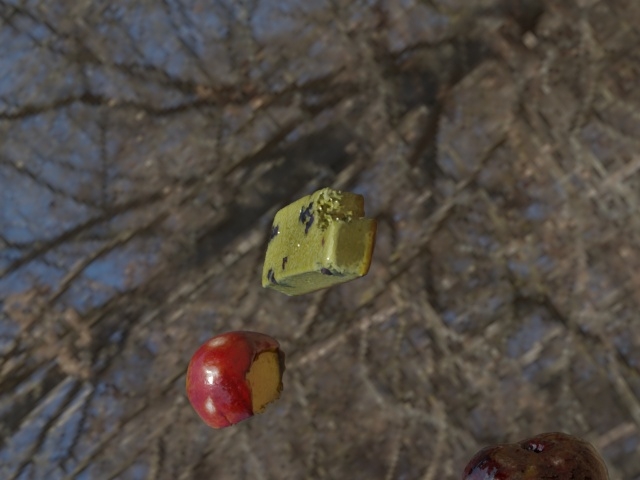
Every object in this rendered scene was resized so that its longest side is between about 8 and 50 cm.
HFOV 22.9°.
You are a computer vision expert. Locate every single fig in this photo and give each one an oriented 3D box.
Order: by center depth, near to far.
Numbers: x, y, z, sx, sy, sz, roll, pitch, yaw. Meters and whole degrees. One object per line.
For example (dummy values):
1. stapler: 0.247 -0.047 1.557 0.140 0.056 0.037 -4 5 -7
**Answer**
1. fig: 0.248 0.334 1.830 0.170 0.274 0.145 -17 -140 -12

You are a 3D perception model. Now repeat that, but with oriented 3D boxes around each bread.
1. bread: 0.000 0.000 1.438 0.049 0.226 0.088 16 -102 -14

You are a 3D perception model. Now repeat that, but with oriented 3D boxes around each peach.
1. peach: -0.120 0.181 2.071 0.118 0.151 0.151 34 -145 -44
